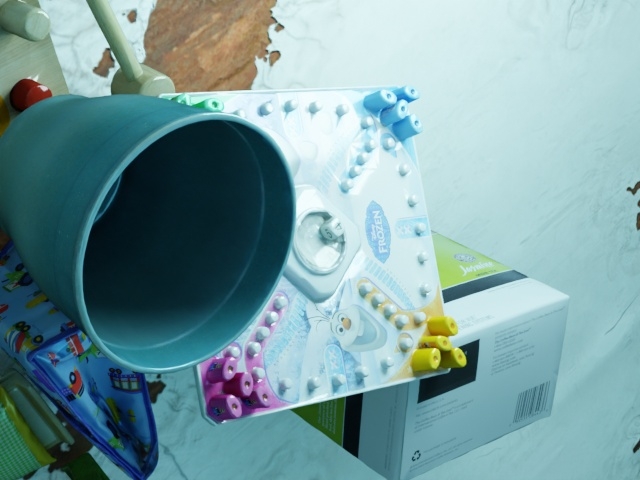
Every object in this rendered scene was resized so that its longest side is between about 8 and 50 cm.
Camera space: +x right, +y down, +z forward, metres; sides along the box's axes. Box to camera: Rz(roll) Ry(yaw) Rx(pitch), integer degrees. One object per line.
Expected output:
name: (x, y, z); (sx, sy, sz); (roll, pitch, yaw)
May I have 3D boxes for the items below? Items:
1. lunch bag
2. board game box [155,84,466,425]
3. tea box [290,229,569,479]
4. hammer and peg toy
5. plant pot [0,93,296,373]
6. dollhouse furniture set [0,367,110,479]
lunch bag: (-0.299, 0.157, 1.513); (0.138, 0.221, 0.293); (-38, 132, -22)
board game box: (0.000, 0.000, 1.509); (0.390, 0.050, 0.390); (-7, 86, -37)
tea box: (0.135, 0.155, 1.843); (0.329, 0.323, 0.220); (-15, 120, -36)
hammer and peg toy: (-0.353, -0.163, 1.363); (0.361, 0.127, 0.266); (-36, 132, -28)
plant pot: (-0.209, -0.037, 1.283); (0.271, 0.255, 0.272); (-24, 126, -37)
dollhouse furniture set: (-0.380, 0.332, 1.547); (0.197, 0.151, 0.301); (-31, 133, -7)
